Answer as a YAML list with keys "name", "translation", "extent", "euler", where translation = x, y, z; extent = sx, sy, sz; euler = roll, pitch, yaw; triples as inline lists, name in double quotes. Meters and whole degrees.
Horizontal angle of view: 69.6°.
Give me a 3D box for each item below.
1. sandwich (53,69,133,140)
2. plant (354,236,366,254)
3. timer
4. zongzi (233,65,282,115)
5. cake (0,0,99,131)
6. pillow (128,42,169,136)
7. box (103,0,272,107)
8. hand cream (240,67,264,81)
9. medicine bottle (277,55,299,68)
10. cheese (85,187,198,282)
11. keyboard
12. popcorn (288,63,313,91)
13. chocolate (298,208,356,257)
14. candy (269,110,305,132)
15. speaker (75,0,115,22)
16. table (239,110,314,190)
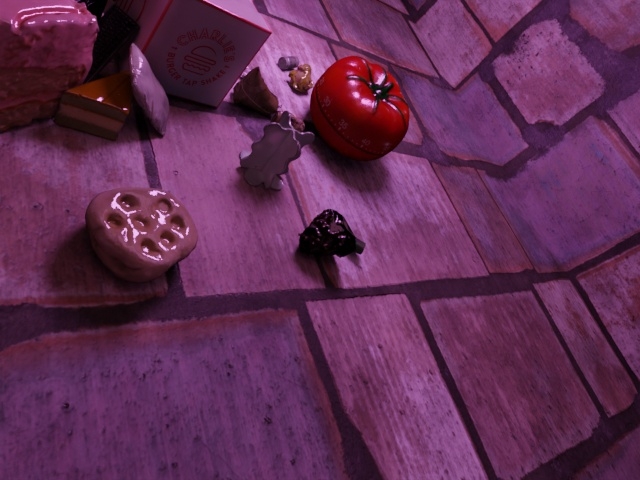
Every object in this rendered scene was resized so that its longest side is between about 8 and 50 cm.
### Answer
- name: "sandwich"
  translation: [-0.540, -0.356, 1.122]
  extent: [0.144, 0.117, 0.187]
  euler: [20, 48, -33]
- name: "plant"
  translation: [0.090, 0.005, 1.445]
  extent: [0.102, 0.051, 0.051]
  euler: [27, 43, -3]
- name: "timer"
  translation: [0.141, -0.473, 1.694]
  extent: [0.378, 0.279, 0.378]
  euler: [23, 48, -28]
- name: "zongzi"
  translation: [-0.171, -0.484, 1.505]
  extent: [0.189, 0.178, 0.081]
  euler: [16, 67, -32]
- name: "cake"
  translation: [-0.664, -0.426, 0.923]
  extent: [0.314, 0.307, 0.293]
  euler: [46, 39, -3]
- name: "pillow"
  translation: [-0.431, -0.375, 1.167]
  extent: [0.051, 0.229, 0.128]
  euler: [-7, 71, -2]
- name: "box"
  translation: [-0.384, -0.618, 1.306]
  extent: [0.314, 0.312, 0.300]
  euler: [0, 56, -49]
- name: "hand cream"
  translation: [-0.269, -0.615, 1.623]
  extent: [0.257, 0.050, 0.084]
  euler: [51, 38, 14]
- name: "medicine bottle"
  translation: [-0.126, -0.703, 1.818]
  extent: [0.047, 0.047, 0.083]
  euler: [53, 40, 6]
- name: "cheese"
  translation: [-0.383, -0.010, 0.986]
  extent: [0.235, 0.117, 0.218]
  euler: [20, 49, -31]
- name: "keyboard"
  translation: [-0.557, -0.478, 1.152]
  extent: [0.094, 0.230, 0.025]
  euler: [41, 0, -4]
- name: "popcorn"
  translation: [-0.070, -0.624, 1.781]
  extent: [0.097, 0.089, 0.109]
  euler: [54, 33, -54]
- name: "chocolate"
  translation: [0.000, 0.000, 1.324]
  extent: [0.133, 0.156, 0.156]
  euler: [-27, 78, -30]
- name: "candy"
  translation: [-0.111, -0.394, 1.560]
  extent: [0.095, 0.085, 0.110]
  euler: [43, 30, 4]
- name: "speaker"
  translation: [-0.686, -0.616, 1.153]
  extent: [0.254, 0.184, 0.232]
  euler: [36, 42, -18]
- name: "table"
  translation: [-0.128, -0.264, 1.348]
  extent: [0.167, 0.198, 0.166]
  euler: [23, 46, -26]
